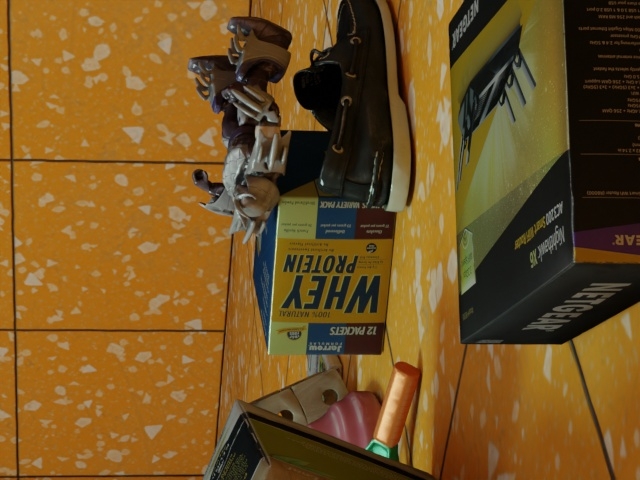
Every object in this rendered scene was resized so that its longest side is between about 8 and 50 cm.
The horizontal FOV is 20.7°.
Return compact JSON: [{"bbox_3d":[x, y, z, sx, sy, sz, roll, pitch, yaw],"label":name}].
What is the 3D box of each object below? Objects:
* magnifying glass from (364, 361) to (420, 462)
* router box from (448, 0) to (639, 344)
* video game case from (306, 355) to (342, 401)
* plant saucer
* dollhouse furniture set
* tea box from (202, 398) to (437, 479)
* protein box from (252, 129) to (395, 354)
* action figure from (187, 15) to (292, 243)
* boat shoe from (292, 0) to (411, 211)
[{"bbox_3d":[0.063,0.229,1.847,0.026,0.092,0.231,-31,-38,-52],"label":"magnifying glass"},{"bbox_3d":[0.154,-0.073,1.134,0.309,0.081,0.243,122,148,-75],"label":"router box"},{"bbox_3d":[0.002,0.240,2.443,0.193,0.023,0.212,-114,27,-72],"label":"video game case"},{"bbox_3d":[0.023,0.343,2.061,0.332,0.084,0.332,180,90,-83],"label":"plant saucer"},{"bbox_3d":[-0.007,0.272,2.251,0.129,0.129,0.183,144,102,-80],"label":"dollhouse furniture set"},{"bbox_3d":[-0.028,0.352,1.569,0.323,0.220,0.329,-140,73,-81],"label":"tea box"},{"bbox_3d":[0.000,0.000,2.054,0.200,0.136,0.201,-106,18,-63],"label":"protein box"},{"bbox_3d":[-0.087,-0.121,1.952,0.285,0.099,0.185,-95,29,-44],"label":"action figure"},{"bbox_3d":[0.026,-0.164,1.958,0.127,0.113,0.340,99,169,-49],"label":"boat shoe"}]
